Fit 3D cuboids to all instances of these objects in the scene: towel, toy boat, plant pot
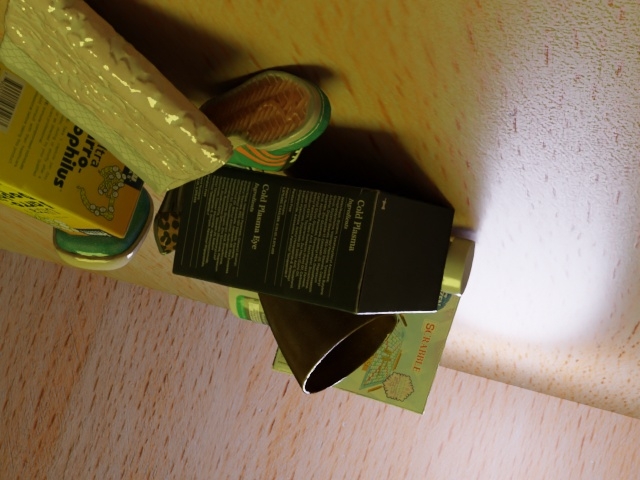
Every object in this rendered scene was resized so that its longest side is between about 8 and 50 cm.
[{"bbox_3d":[-0.285,-0.196,1.313,0.332,0.053,0.317,42,160,-13],"label":"towel"},{"bbox_3d":[-0.368,-0.057,1.975,0.318,0.268,0.148,3,131,-3],"label":"toy boat"},{"bbox_3d":[-0.013,0.123,1.811,0.230,0.215,0.215,50,180,22],"label":"plant pot"}]

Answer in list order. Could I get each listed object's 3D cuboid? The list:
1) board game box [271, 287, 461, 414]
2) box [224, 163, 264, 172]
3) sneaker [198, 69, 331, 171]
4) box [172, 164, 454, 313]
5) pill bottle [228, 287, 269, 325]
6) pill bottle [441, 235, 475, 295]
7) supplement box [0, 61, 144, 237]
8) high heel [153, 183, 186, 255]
[{"bbox_3d":[0.096,0.147,1.936,0.317,0.319,0.066,17,-164,3],"label":"board game box"},{"bbox_3d":[-0.158,-0.146,1.656,0.136,0.028,0.081,16,167,-1],"label":"box"},{"bbox_3d":[-0.060,-0.156,1.345,0.121,0.108,0.302,14,173,-33],"label":"sneaker"},{"bbox_3d":[0.000,0.000,1.542,0.312,0.179,0.343,10,-179,27],"label":"box"},{"bbox_3d":[0.005,0.104,2.089,0.360,0.204,0.204,12,166,14],"label":"pill bottle"},{"bbox_3d":[0.155,0.025,1.759,0.221,0.121,0.121,13,167,16],"label":"pill bottle"},{"bbox_3d":[-0.488,-0.158,1.657,0.194,0.195,0.356,4,162,47],"label":"supplement box"},{"bbox_3d":[-0.191,-0.026,1.841,0.261,0.186,0.093,26,163,-36],"label":"high heel"}]
